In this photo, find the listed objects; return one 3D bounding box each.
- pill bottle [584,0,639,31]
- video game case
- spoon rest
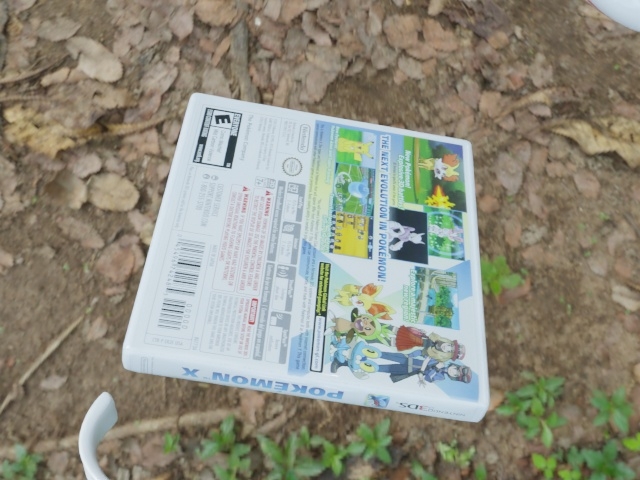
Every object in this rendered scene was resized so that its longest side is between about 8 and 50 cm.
[{"bbox_3d":[0.238,-0.321,0.731,0.210,0.363,0.210,-5,122,-8],"label":"pill bottle"},{"bbox_3d":[0.000,0.000,0.821,0.300,0.328,0.036,9,137,-4],"label":"video game case"},{"bbox_3d":[-0.138,0.258,0.874,0.276,0.084,0.137,28,141,23],"label":"spoon rest"}]
